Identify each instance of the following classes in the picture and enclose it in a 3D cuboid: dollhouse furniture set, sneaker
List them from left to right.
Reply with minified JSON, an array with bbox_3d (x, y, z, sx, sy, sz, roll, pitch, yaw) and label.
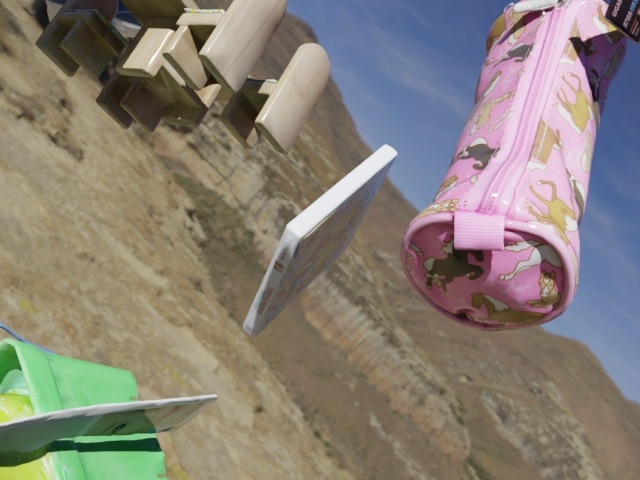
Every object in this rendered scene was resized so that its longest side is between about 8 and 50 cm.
[{"bbox_3d":[-0.298,-0.298,0.999,0.152,0.061,0.054,13,43,-3],"label":"sneaker"},{"bbox_3d":[-0.122,-0.211,0.587,0.212,0.161,0.242,13,-23,37],"label":"dollhouse furniture set"}]

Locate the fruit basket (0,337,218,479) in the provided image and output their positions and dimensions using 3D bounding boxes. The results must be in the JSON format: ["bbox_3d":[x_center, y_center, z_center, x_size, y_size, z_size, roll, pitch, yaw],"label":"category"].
[{"bbox_3d":[-0.275,0.191,0.426,0.353,0.327,0.165,-2,58,-58],"label":"fruit basket"}]

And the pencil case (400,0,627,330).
[{"bbox_3d":[0.202,-0.092,0.721,0.167,0.386,0.160,42,-39,-21],"label":"pencil case"}]

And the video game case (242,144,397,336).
[{"bbox_3d":[0.000,0.000,0.935,0.026,0.206,0.227,38,46,11],"label":"video game case"}]

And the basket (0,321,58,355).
[{"bbox_3d":[-0.536,0.259,1.088,0.201,0.289,0.255,37,-15,22],"label":"basket"}]

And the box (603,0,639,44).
[{"bbox_3d":[0.363,-0.302,0.647,0.051,0.175,0.220,52,-16,26],"label":"box"}]
